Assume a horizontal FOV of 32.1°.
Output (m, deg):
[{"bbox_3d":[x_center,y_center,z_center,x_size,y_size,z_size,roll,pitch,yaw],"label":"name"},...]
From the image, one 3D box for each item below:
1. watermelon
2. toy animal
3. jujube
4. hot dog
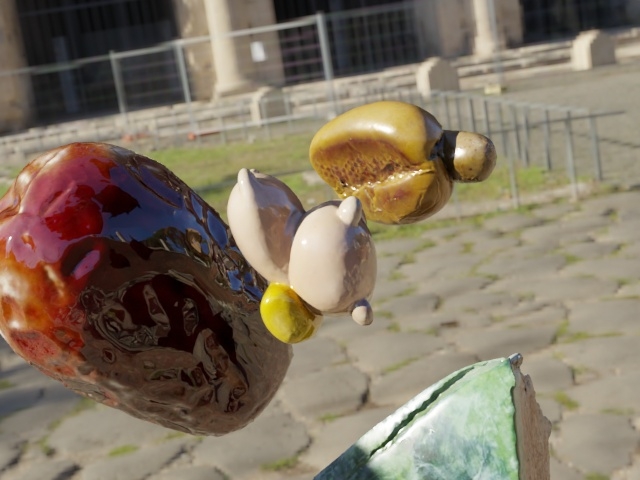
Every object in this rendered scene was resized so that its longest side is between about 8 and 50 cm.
[{"bbox_3d":[0.122,0.226,0.856,0.193,0.310,0.232,-26,19,2],"label":"watermelon"},{"bbox_3d":[0.000,0.000,0.681,0.082,0.114,0.091,-22,1,28],"label":"toy animal"},{"bbox_3d":[-0.173,0.054,1.063,0.223,0.318,0.223,-37,27,23],"label":"jujube"},{"bbox_3d":[0.054,-0.056,0.767,0.060,0.090,0.140,-33,12,-31],"label":"hot dog"}]
